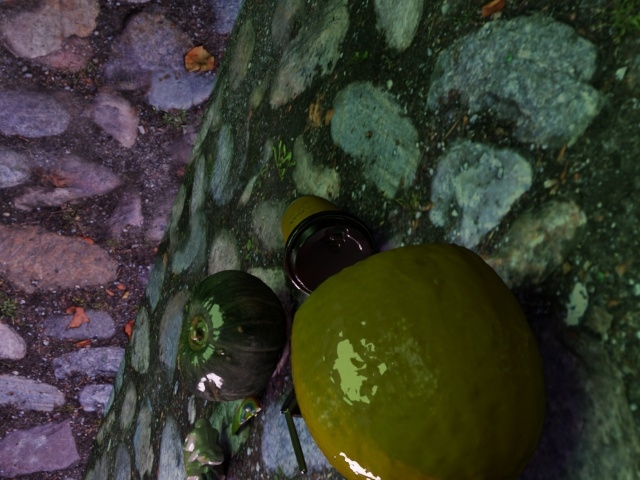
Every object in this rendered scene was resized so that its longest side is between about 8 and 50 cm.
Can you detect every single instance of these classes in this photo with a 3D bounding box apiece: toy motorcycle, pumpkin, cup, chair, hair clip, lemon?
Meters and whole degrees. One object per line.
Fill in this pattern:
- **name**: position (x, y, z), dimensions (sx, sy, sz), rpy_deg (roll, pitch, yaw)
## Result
- **toy motorcycle**: position (-0.332, 0.624, 1.937), dimensions (0.341, 0.108, 0.222), rpy_deg (168, 107, -70)
- **pumpkin**: position (-0.231, 0.247, 1.745), dimensions (0.327, 0.258, 0.291), rpy_deg (-57, 44, 22)
- **cup**: position (0.000, 0.000, 1.498), dimensions (0.279, 0.197, 0.196), rpy_deg (-124, 52, -66)
- **chair**: position (0.028, 0.289, 1.302), dimensions (0.188, 0.167, 0.272), rpy_deg (-62, 29, 27)
- **hair clip**: position (-0.209, 0.474, 1.846), dimensions (0.188, 0.033, 0.060), rpy_deg (-54, 33, 38)
- **lemon**: position (0.139, 0.206, 0.938), dimensions (0.364, 0.365, 0.363), rpy_deg (-39, 45, 52)
